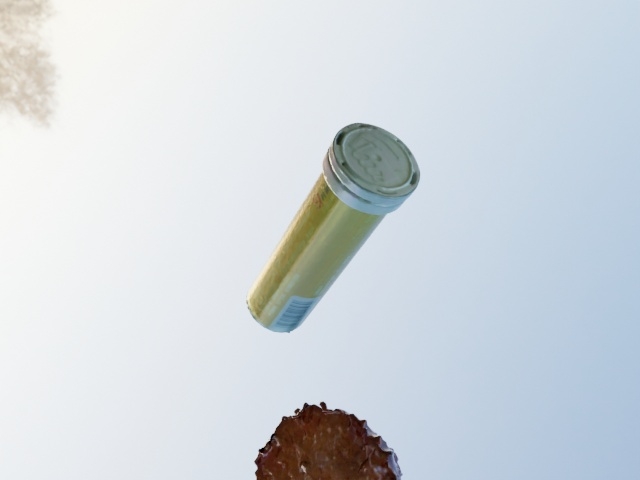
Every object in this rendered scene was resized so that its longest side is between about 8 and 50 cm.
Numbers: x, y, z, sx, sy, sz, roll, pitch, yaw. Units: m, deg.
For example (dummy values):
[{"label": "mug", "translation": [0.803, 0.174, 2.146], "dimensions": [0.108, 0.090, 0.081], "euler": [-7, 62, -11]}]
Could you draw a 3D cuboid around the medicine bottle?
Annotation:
[{"label": "medicine bottle", "translation": [0.000, 0.000, 0.658], "dimensions": [0.218, 0.074, 0.074], "euler": [-55, -172, 46]}]

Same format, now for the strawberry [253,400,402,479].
[{"label": "strawberry", "translation": [0.032, 0.337, 1.031], "dimensions": [0.234, 0.178, 0.233], "euler": [-8, -105, 30]}]
